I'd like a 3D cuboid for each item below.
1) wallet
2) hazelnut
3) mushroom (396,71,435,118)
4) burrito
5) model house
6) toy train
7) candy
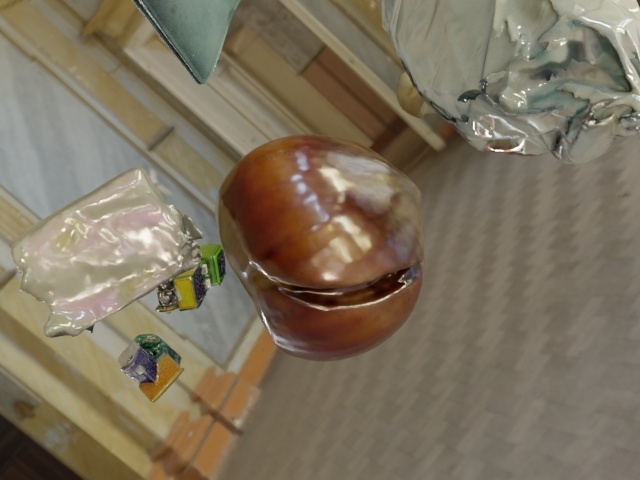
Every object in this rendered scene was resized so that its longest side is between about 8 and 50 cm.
[{"bbox_3d":[-0.214,-0.453,1.470,0.054,0.251,0.290,0,63,27],"label":"wallet"},{"bbox_3d":[0.000,0.000,1.480,0.359,0.409,0.359,-32,-23,-15],"label":"hazelnut"},{"bbox_3d":[0.226,-0.214,1.328,0.081,0.223,0.092,-111,39,-70],"label":"mushroom"},{"bbox_3d":[0.107,-0.155,0.565,0.445,0.101,0.139,-106,32,-53],"label":"burrito"},{"bbox_3d":[-0.310,0.234,1.585,0.088,0.101,0.100,-46,23,-5],"label":"model house"},{"bbox_3d":[-0.185,0.050,1.226,0.081,0.060,0.202,-7,14,5],"label":"toy train"},{"bbox_3d":[-0.243,0.010,0.989,0.195,0.137,0.185,-33,9,-7],"label":"candy"}]
